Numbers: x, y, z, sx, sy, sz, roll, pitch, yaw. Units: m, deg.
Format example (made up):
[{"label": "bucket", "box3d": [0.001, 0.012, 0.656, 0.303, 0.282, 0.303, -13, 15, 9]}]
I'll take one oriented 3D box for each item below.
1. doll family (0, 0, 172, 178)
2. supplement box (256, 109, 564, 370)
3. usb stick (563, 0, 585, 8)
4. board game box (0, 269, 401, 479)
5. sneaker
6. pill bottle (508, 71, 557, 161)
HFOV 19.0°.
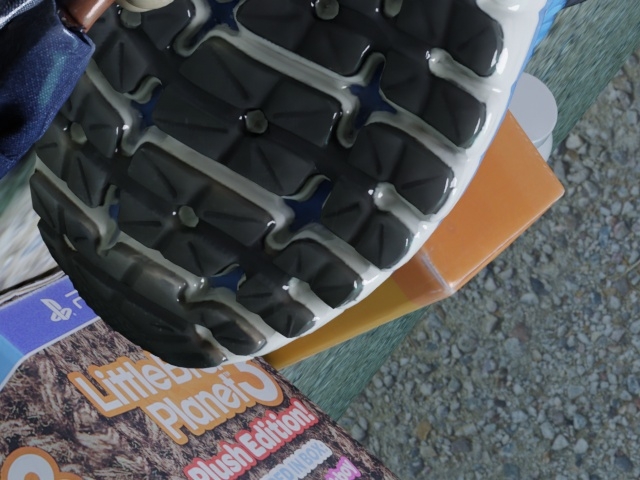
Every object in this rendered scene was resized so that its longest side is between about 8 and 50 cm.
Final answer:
[{"label": "doll family", "box3d": [-0.091, -0.028, 0.388, 0.111, 0.076, 0.193, -54, 176, -2]}, {"label": "supplement box", "box3d": [0.000, 0.000, 0.814, 0.080, 0.078, 0.233, -39, -175, -32]}, {"label": "usb stick", "box3d": [0.058, -0.108, 0.774, 0.278, 0.045, 0.077, -24, 159, -44]}, {"label": "board game box", "box3d": [-0.065, 0.189, 0.795, 0.232, 0.291, 0.141, -53, 171, 21]}, {"label": "sneaker", "box3d": [0.038, -0.095, 0.603, 0.330, 0.130, 0.147, -51, 170, 13]}, {"label": "pill bottle", "box3d": [0.129, -0.068, 1.491, 0.086, 0.086, 0.152, -46, 171, -28]}]
